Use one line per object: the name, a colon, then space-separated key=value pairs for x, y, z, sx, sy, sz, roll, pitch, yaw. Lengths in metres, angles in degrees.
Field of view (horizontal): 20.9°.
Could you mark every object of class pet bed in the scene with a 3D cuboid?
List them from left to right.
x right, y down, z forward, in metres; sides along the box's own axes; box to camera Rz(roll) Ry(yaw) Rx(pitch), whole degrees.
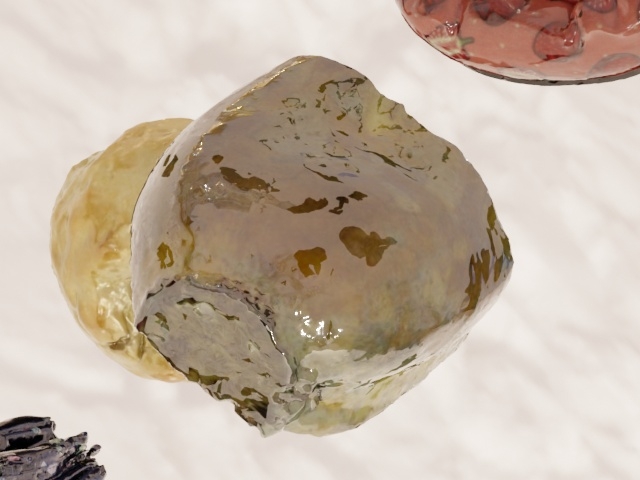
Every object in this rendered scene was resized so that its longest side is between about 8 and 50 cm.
pet bed: x=0.106 y=-0.159 z=0.732 sx=0.201 sy=0.201 sz=0.053 roll=57 pitch=12 yaw=22

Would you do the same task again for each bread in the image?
bread: x=-0.130 y=0.015 z=1.532 sx=0.244 sy=0.244 sz=0.134 roll=41 pitch=14 yaw=-12

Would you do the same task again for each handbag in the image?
handbag: x=-0.251 y=0.215 z=1.297 sx=0.113 sy=0.162 sz=0.260 roll=26 pitch=10 yaw=17

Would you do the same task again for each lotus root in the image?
lotus root: x=-0.015 y=-0.004 z=1.266 sx=0.267 sy=0.149 sz=0.260 roll=44 pitch=39 yaw=9
